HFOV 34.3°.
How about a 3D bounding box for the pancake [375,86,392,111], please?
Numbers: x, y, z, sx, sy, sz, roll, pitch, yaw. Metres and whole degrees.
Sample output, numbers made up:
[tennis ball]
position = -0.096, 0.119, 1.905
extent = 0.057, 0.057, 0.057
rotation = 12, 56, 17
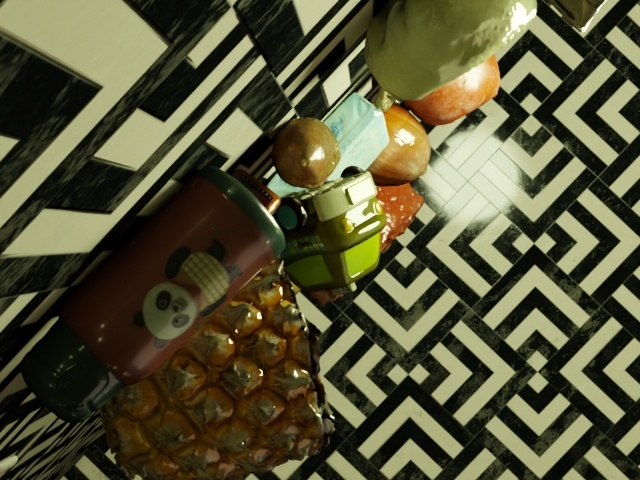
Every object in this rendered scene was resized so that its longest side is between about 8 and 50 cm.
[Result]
[pancake]
position = 0.138, -0.312, 1.922
extent = 0.158, 0.028, 0.158
rotation = 23, 90, -85

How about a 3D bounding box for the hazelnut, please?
[hazelnut]
position = 0.132, -0.197, 2.163
extent = 0.176, 0.214, 0.214
rotation = -63, 180, -7

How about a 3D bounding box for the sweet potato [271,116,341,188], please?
[sweet potato]
position = -0.023, -0.134, 1.625
extent = 0.109, 0.109, 0.385
rotation = -47, -177, 2

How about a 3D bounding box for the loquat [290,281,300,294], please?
[loquat]
position = -0.128, 0.049, 1.993
extent = 0.234, 0.187, 0.176
rotation = -31, -147, 26

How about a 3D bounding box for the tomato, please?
[tomato]
position = 0.260, -0.341, 2.130
extent = 0.208, 0.184, 0.208
rotation = -31, -179, 0

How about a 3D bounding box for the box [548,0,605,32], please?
[box]
position = 0.378, -0.465, 1.516
extent = 0.190, 0.225, 0.297
rotation = -47, 179, 25

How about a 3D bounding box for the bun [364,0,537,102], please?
[bun]
position = 0.173, -0.308, 1.441
extent = 0.259, 0.160, 0.259
rotation = -32, -173, 5

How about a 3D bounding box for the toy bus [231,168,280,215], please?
[toy bus]
position = -0.154, 0.001, 1.654
extent = 0.092, 0.093, 0.409
rotation = -54, -178, -23

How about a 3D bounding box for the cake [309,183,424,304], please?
[cake]
position = 0.044, -0.043, 2.510
extent = 0.269, 0.270, 0.319
rotation = -45, 179, -35

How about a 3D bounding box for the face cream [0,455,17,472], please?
[face cream]
position = -0.585, 0.414, 1.895
extent = 0.038, 0.020, 0.115
rotation = -46, 175, 1

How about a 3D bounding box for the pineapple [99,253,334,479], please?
[pineapple]
position = -0.155, 0.181, 1.439
extent = 0.300, 0.352, 0.352
rotation = -10, 173, -7

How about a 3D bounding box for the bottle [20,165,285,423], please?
[bottle]
position = -0.203, 0.071, 1.229
extent = 0.336, 0.144, 0.144
rotation = -45, 178, -13

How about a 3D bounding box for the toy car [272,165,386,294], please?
[toy car]
position = 0.000, 0.000, 1.757
extent = 0.248, 0.198, 0.204
rotation = -13, -168, 43

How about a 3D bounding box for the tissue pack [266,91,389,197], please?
[tissue pack]
position = 0.013, -0.142, 1.965
extent = 0.263, 0.089, 0.177
rotation = -50, 164, -5
